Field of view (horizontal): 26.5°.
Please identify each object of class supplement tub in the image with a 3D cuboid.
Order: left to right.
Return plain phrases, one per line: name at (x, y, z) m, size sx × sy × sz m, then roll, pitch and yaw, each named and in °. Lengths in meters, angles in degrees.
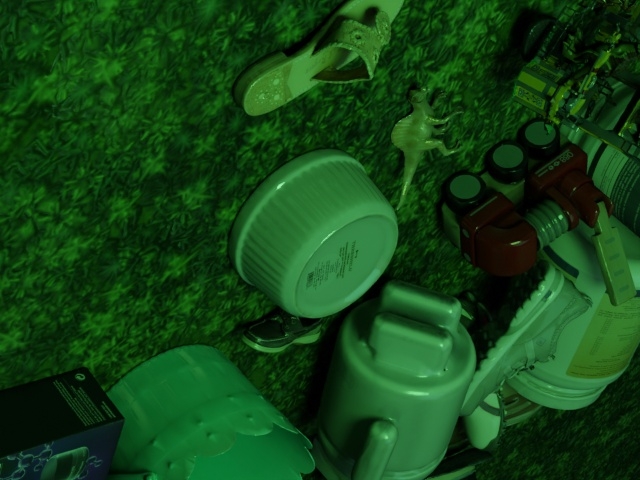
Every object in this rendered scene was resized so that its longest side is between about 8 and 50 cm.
supplement tub at (0.410, 0.091, 2.142) m, size 0.228 × 0.228 × 0.316 m, roll -18°, pitch 140°, yaw -36°
supplement tub at (0.494, -0.102, 1.970) m, size 0.191 × 0.272 × 0.191 m, roll -30°, pitch 146°, yaw -23°

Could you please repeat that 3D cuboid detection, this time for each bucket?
bucket at (-0.166, 0.282, 1.741) m, size 0.281 × 0.183 × 0.281 m, roll -29°, pitch 145°, yaw -23°

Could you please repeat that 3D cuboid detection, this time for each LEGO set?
LEGO set at (0.416, -0.240, 1.737) m, size 0.331 × 0.192 × 0.255 m, roll -57°, pitch 156°, yaw -2°

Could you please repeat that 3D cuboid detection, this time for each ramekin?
ramekin at (0.000, 0.000, 1.674) m, size 0.207 × 0.109 × 0.207 m, roll -30°, pitch 146°, yaw -23°

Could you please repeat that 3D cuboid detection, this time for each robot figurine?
robot figurine at (0.106, 0.221, 1.968) m, size 0.300 × 0.199 × 0.353 m, roll -62°, pitch 169°, yaw -49°

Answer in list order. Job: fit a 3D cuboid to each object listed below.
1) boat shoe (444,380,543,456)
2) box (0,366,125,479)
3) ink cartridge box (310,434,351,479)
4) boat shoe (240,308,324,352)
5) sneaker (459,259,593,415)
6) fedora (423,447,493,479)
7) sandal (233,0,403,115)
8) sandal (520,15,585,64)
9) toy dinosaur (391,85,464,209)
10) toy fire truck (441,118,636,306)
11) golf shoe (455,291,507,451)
boat shoe at (0.294, 0.249, 2.301) m, size 0.324 × 0.123 × 0.116 m, roll -31°, pitch 144°, yaw -24°
box at (-0.358, 0.295, 1.613) m, size 0.184 × 0.103 × 0.261 m, roll -12°, pitch 136°, yaw -38°
ink cartridge box at (0.085, 0.327, 2.160) m, size 0.180 × 0.104 × 0.060 m, roll -23°, pitch 142°, yaw -32°
boat shoe at (-0.049, 0.113, 1.808) m, size 0.152 × 0.056 × 0.049 m, roll -11°, pitch 131°, yaw -56°
sneaker at (0.292, 0.167, 2.008) m, size 0.115 × 0.105 × 0.281 m, roll 30°, pitch 116°, yaw -14°
fedora at (0.152, 0.468, 2.243) m, size 0.334 × 0.152 × 0.334 m, roll -22°, pitch 168°, yaw -5°
sandal at (0.023, -0.195, 1.499) m, size 0.240 × 0.079 × 0.088 m, roll -34°, pitch 147°, yaw -17°
sandal at (0.296, -0.263, 1.784) m, size 0.067 × 0.040 × 0.179 m, roll -51°, pitch 158°, yaw 17°
toy dinosaur at (0.131, -0.133, 1.744) m, size 0.092 × 0.053 × 0.183 m, roll -11°, pitch 130°, yaw -21°
toy fire truck at (0.320, -0.010, 1.900) m, size 0.217 × 0.246 × 0.158 m, roll -35°, pitch 147°, yaw -17°
golf shoe at (0.220, 0.217, 2.147) m, size 0.120 × 0.105 × 0.273 m, roll -18°, pitch 111°, yaw -20°
